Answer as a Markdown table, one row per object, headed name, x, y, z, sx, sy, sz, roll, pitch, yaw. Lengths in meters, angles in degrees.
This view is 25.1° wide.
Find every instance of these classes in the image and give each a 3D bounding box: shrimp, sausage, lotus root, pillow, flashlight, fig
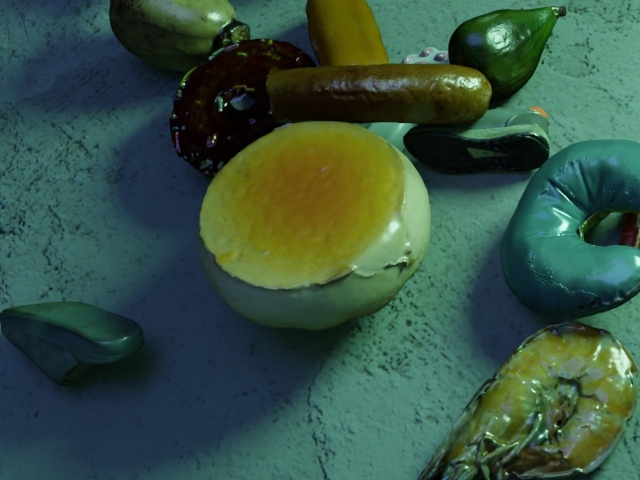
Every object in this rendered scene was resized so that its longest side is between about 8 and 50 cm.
| name | x | y | z | sx | sy | sz | roll | pitch | yaw |
| --- | --- | --- | --- | --- | --- | --- | --- | --- | --- |
| shrimp | 0.230 | 0.222 | 1.612 | 0.317 | 0.062 | 0.164 | -43 | 55 | -10 |
| sausage | 0.035 | -0.276 | 1.997 | 0.098 | 0.098 | 0.238 | -24 | 44 | 8 |
| lotus root | -0.222 | -0.328 | 2.119 | 0.257 | 0.154 | 0.140 | 25 | 65 | 31 |
| pillow | 0.313 | -0.014 | 1.691 | 0.214 | 0.086 | 0.233 | 10 | 67 | 47 |
| flashlight | 0.112 | -0.179 | 1.936 | 0.093 | 0.047 | 0.200 | 23 | 70 | 36 |
| sausage | 0.065 | -0.186 | 1.834 | 0.302 | 0.103 | 0.076 | 2 | 93 | 20 |
| fig | 0.249 | -0.258 | 1.898 | 0.177 | 0.117 | 0.117 | -36 | 49 | -23 |
| sausage | 0.381 | -0.024 | 1.721 | 0.034 | 0.034 | 0.129 | 5 | 62 | 27 |

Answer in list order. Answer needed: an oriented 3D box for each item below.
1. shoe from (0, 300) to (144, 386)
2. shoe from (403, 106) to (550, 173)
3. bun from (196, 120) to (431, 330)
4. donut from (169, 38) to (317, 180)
| name | x | y | z | sx | sy | sz | roll | pitch | yaw |
| --- | --- | --- | --- | --- | --- | --- | --- | --- | --- |
| shoe | -0.329 | 0.140 | 1.907 | 0.251 | 0.103 | 0.100 | 8 | 105 | 42 |
| shoe | 0.206 | -0.136 | 1.858 | 0.194 | 0.074 | 0.077 | 2 | 48 | 23 |
| bun | 0.000 | 0.000 | 1.795 | 0.298 | 0.165 | 0.299 | -9 | 50 | 11 |
| donut | -0.098 | -0.172 | 2.001 | 0.235 | 0.089 | 0.235 | -11 | 55 | 16 |
